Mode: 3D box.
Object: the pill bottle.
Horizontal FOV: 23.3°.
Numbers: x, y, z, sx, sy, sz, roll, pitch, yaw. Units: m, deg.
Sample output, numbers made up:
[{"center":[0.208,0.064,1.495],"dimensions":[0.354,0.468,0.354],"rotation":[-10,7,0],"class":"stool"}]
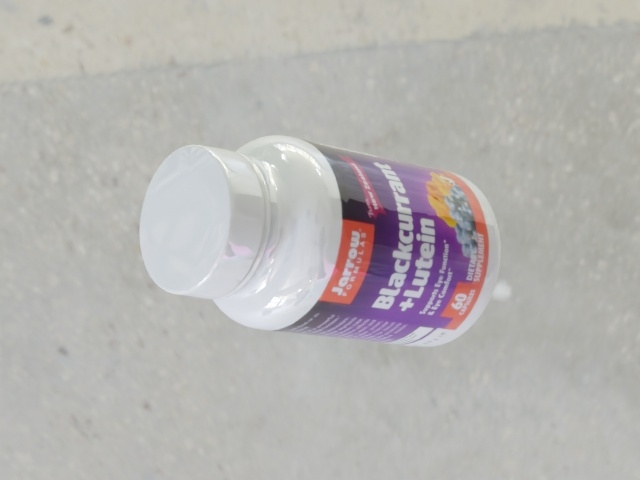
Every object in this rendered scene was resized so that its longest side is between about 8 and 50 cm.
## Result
[{"center":[0.000,0.000,0.869],"dimensions":[0.193,0.108,0.108],"rotation":[9,63,-41],"class":"pill bottle"}]
